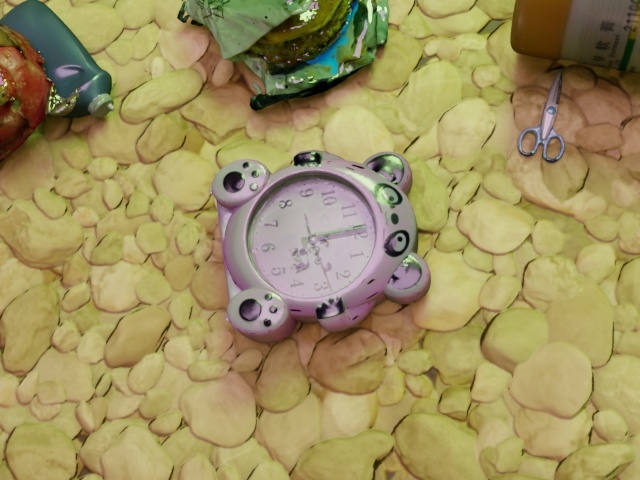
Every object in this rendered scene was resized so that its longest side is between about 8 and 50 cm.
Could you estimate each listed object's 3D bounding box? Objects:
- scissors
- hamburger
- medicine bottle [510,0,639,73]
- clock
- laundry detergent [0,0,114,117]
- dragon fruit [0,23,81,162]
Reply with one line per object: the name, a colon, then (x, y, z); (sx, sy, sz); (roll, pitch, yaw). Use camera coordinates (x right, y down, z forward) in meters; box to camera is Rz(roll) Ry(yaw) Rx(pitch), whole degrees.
scissors: (0.286, -0.156, 1.240); (0.058, 0.014, 0.119); (16, 82, 9)
hamburger: (-0.045, -0.323, 1.271); (0.261, 0.150, 0.276); (-39, 73, 0)
medicine bottle: (0.357, -0.315, 1.153); (0.232, 0.238, 0.237); (14, 78, 12)
clock: (0.000, 0.000, 1.211); (0.248, 0.090, 0.227); (-10, 74, 5)
laundry detergent: (-0.352, -0.234, 1.345); (0.096, 0.061, 0.206); (-44, 74, -7)
dragon fruit: (-0.462, -0.202, 1.278); (0.282, 0.147, 0.211); (10, 95, 25)
